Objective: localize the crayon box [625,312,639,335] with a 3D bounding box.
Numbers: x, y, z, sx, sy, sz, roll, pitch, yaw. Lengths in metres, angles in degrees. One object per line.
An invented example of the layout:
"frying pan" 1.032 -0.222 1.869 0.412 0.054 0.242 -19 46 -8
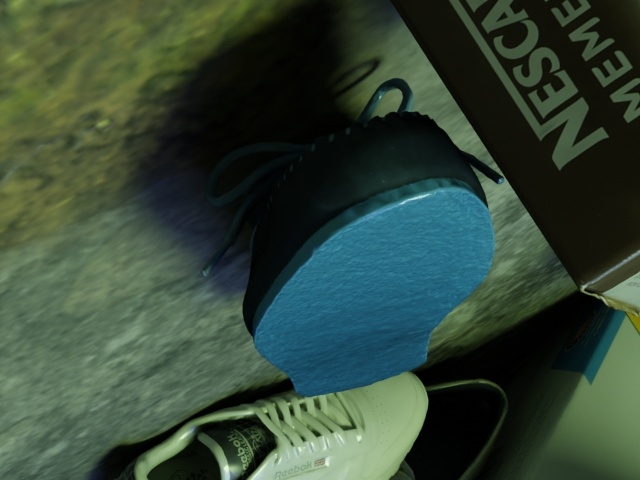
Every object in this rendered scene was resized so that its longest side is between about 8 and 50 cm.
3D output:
"crayon box" 0.314 -0.020 0.840 0.278 0.165 0.081 -40 160 30

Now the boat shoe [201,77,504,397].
"boat shoe" 0.000 0.000 0.535 0.109 0.089 0.258 -12 164 -11

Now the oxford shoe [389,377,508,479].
"oxford shoe" -0.012 0.196 0.994 0.397 0.140 0.146 -28 162 -44

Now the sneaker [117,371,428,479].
"sneaker" -0.023 0.136 0.876 0.235 0.090 0.095 -23 152 -26

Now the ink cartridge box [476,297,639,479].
"ink cartridge box" 0.201 0.241 1.209 0.285 0.166 0.395 -54 180 -36

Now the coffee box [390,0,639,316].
"coffee box" 0.152 -0.102 0.393 0.246 0.141 0.098 -35 162 15
